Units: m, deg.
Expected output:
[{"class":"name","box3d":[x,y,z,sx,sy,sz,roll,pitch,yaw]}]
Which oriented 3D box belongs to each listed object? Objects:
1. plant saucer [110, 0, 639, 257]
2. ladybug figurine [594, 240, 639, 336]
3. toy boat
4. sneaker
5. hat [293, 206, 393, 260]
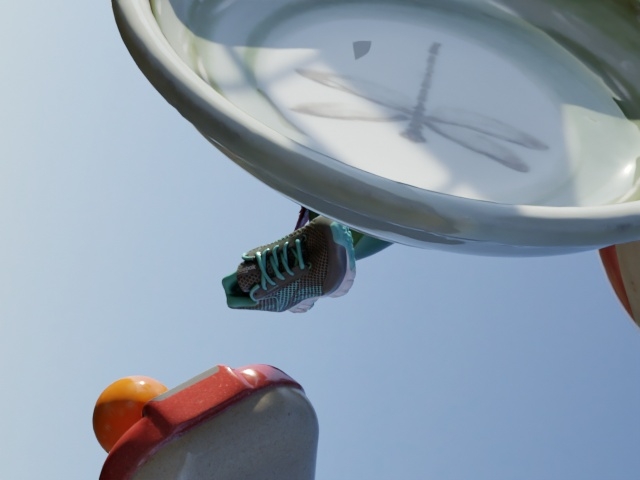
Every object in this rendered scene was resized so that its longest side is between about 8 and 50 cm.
[{"class":"plant saucer","box3d":[0.064,-0.095,1.210,0.400,0.400,0.100,-102,-157,-51]},{"class":"ladybug figurine","box3d":[0.336,-0.083,1.732,0.162,0.305,0.449,20,-52,44]},{"class":"toy boat","box3d":[-0.096,0.151,1.321,0.151,0.151,0.231,47,-29,30]},{"class":"sneaker","box3d":[-0.027,0.025,1.575,0.166,0.076,0.065,136,-57,-60]},{"class":"hat","box3d":[0.000,0.000,1.935,0.173,0.183,0.208,40,-9,30]}]
